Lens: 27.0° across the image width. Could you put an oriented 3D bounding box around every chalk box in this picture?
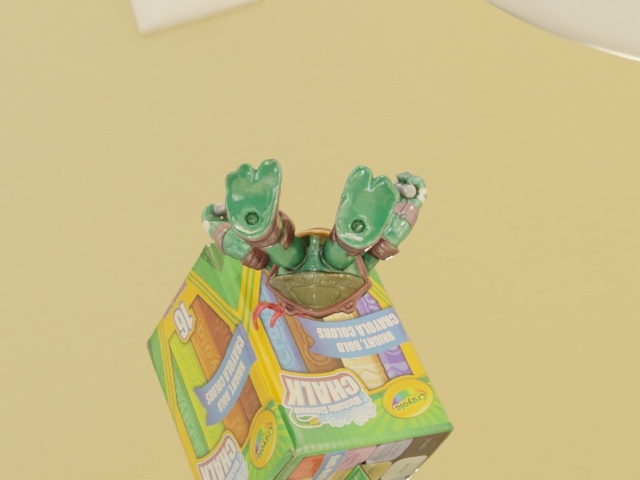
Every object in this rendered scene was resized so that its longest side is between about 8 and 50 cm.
[{"bbox_3d":[-0.016,0.161,1.237,0.180,0.179,0.289,-55,-131,42],"label":"chalk box"}]

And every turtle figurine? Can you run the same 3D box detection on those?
[{"bbox_3d":[0.000,0.000,1.000,0.234,0.175,0.118,75,3,-78],"label":"turtle figurine"}]

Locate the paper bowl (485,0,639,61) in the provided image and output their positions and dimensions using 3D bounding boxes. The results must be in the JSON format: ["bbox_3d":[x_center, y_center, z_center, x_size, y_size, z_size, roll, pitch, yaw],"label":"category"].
[{"bbox_3d":[0.138,-0.158,0.463,0.284,0.284,0.148,-108,-157,-55],"label":"paper bowl"}]
